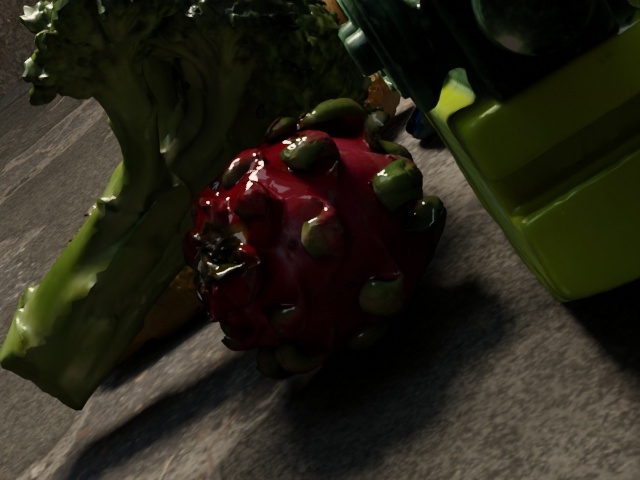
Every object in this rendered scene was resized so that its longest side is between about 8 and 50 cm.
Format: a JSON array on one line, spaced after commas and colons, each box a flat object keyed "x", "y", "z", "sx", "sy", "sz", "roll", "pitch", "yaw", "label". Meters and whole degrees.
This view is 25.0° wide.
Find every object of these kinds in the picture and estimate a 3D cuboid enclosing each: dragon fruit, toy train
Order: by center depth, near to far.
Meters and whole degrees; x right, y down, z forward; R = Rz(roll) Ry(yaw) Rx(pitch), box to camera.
[{"x": 0.137, "y": -0.104, "z": 0.958, "sx": 0.179, "sy": 0.272, "sz": 0.442, "roll": -32, "pitch": 8, "yaw": 5, "label": "toy train"}, {"x": -0.009, "y": -0.001, "z": 1.124, "sx": 0.198, "sy": 0.218, "sz": 0.273, "roll": 2, "pitch": -2, "yaw": -6, "label": "dragon fruit"}]

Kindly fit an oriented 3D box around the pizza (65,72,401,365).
[{"x": -0.133, "y": -0.009, "z": 1.507, "sx": 0.435, "sy": 0.080, "sz": 0.392, "roll": -26, "pitch": 21, "yaw": 27, "label": "pizza"}]

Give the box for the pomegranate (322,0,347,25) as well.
[{"x": 0.109, "y": -0.333, "z": 1.660, "sx": 0.248, "sy": 0.248, "sz": 0.248, "roll": -30, "pitch": 20, "yaw": 12, "label": "pomegranate"}]

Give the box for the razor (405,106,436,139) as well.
[{"x": 0.108, "y": -0.160, "z": 1.302, "sx": 0.093, "sy": 0.056, "sz": 0.324, "roll": -25, "pitch": -21, "yaw": -10, "label": "razor"}]

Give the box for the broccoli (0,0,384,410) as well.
[{"x": -0.108, "y": -0.055, "z": 1.277, "sx": 0.353, "sy": 0.397, "sz": 0.275, "roll": -1, "pitch": 18, "yaw": -21, "label": "broccoli"}]

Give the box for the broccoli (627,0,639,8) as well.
[{"x": 0.302, "y": -0.168, "z": 1.093, "sx": 0.162, "sy": 0.138, "sz": 0.145, "roll": -16, "pitch": 63, "yaw": 16, "label": "broccoli"}]
